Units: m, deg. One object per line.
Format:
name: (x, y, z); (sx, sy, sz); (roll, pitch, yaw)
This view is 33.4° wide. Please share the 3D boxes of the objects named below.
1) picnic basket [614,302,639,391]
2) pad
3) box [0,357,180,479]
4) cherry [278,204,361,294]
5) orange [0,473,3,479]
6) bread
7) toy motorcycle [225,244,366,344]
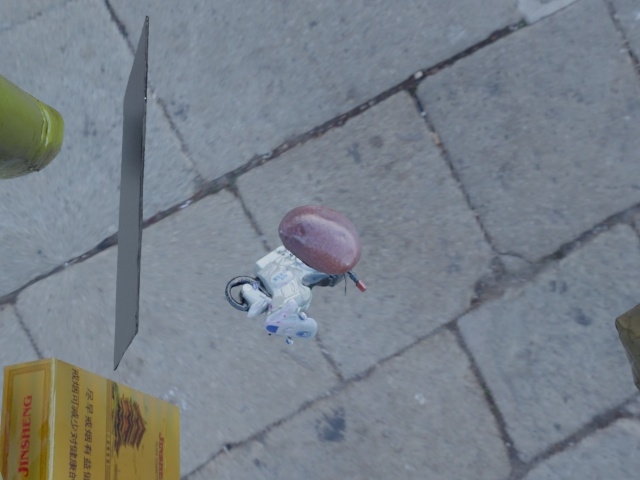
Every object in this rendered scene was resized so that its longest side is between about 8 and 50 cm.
picnic basket: (0.455, 0.163, 1.329); (0.128, 0.138, 0.178); (-27, 120, -9)
pad: (-0.199, -0.041, 1.119); (0.004, 0.220, 0.330); (4, 74, -16)
box: (-0.265, 0.258, 1.264); (0.076, 0.274, 0.174); (-11, 66, 21)
cherry: (0.005, -0.002, 1.447); (0.106, 0.126, 0.087); (32, 82, 34)
orange: (-0.181, 0.108, 0.240); (0.271, 0.368, 0.210); (14, 106, -27)
bread: (-0.456, -0.145, 1.394); (0.166, 0.383, 0.112); (-20, 82, 3)
toy motorcycle: (-0.032, 0.073, 1.664); (0.150, 0.102, 0.221); (45, 54, 14)
